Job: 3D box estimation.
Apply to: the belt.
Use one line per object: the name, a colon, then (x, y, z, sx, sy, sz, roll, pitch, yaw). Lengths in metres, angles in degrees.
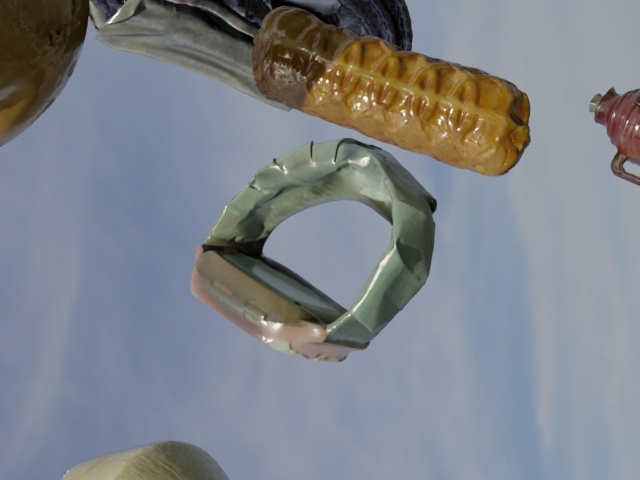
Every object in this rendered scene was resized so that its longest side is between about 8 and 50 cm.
belt: (-0.048, -0.164, 0.816, 0.230, 0.139, 0.126, 18, -148, -31)

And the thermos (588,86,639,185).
thermos: (0.391, -0.102, 1.375, 0.124, 0.232, 0.099, -54, -30, -12)

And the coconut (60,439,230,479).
coconut: (-0.213, 0.373, 1.628, 0.237, 0.266, 0.237, 22, -117, -52)

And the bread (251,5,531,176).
bread: (0.036, -0.078, 0.669, 0.044, 0.157, 0.052, -30, -41, -75)

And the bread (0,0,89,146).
bread: (-0.163, -0.132, 0.481, 0.217, 0.098, 0.147, 51, -147, -54)

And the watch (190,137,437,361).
watch: (0.000, 0.000, 1.423, 0.162, 0.253, 0.241, 13, -75, -55)
